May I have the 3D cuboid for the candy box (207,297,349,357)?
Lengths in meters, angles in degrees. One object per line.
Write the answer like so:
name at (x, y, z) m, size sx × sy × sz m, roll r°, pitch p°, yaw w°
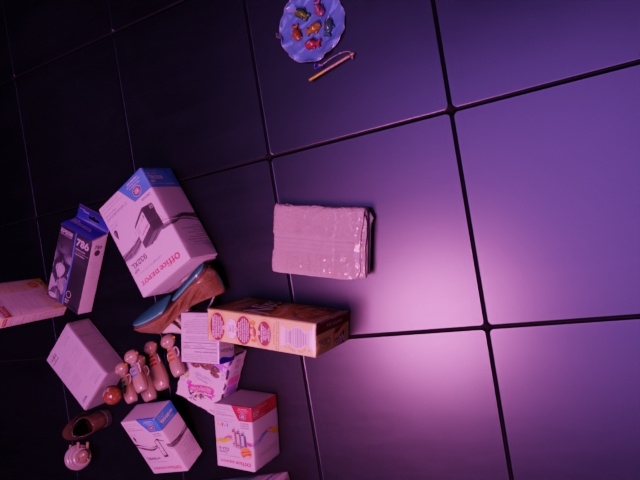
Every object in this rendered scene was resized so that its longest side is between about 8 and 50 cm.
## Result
candy box at (-0.107, 0.214, 1.437) m, size 0.316 × 0.183 × 0.087 m, roll 4°, pitch 95°, yaw 28°

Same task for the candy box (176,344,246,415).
candy box at (-0.316, 0.379, 1.626) m, size 0.165 × 0.070 × 0.196 m, roll 20°, pitch 102°, yaw 25°

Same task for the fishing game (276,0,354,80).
fishing game at (-0.030, -0.544, 1.418) m, size 0.189 × 0.041 × 0.264 m, roll -19°, pitch 85°, yaw 25°

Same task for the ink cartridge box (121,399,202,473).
ink cartridge box at (-0.469, 0.584, 1.677) m, size 0.148 × 0.086 × 0.203 m, roll -17°, pitch 108°, yaw 29°

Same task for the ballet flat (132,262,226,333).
ballet flat at (-0.402, 0.198, 1.643) m, size 0.342 × 0.116 × 0.124 m, roll -38°, pitch 109°, yaw 21°

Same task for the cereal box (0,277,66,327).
cereal box at (-1.000, 0.203, 1.880) m, size 0.173 × 0.240 × 0.047 m, roll 38°, pitch 110°, yaw 21°

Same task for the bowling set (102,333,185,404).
bowling set at (-0.538, 0.375, 1.639) m, size 0.287 × 0.200 × 0.154 m, roll -42°, pitch 64°, yaw 37°

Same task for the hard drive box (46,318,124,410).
hard drive box at (-0.770, 0.405, 1.859) m, size 0.232 × 0.089 × 0.181 m, roll 44°, pitch 112°, yaw 19°

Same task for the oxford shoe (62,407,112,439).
oxford shoe at (-0.808, 0.624, 1.895) m, size 0.227 × 0.096 × 0.083 m, roll -30°, pitch 82°, yaw 28°

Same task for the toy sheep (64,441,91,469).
toy sheep at (-0.826, 0.735, 1.921) m, size 0.132 × 0.091 × 0.091 m, roll -31°, pitch 79°, yaw 41°

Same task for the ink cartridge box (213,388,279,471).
ink cartridge box at (-0.200, 0.516, 1.542) m, size 0.128 × 0.127 × 0.176 m, roll -2°, pitch 94°, yaw 28°

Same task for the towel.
towel at (0.000, 0.000, 1.442) m, size 0.282 × 0.049 × 0.187 m, roll 5°, pitch 95°, yaw 29°

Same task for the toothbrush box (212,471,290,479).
toothbrush box at (-0.242, 0.744, 1.534) m, size 0.295 × 0.216 × 0.126 m, roll -18°, pitch 86°, yaw 29°

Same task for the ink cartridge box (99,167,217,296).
ink cartridge box at (-0.474, -0.024, 1.644) m, size 0.223 × 0.129 × 0.307 m, roll -36°, pitch 78°, yaw 26°

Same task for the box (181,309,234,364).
box at (-0.306, 0.261, 1.535) m, size 0.126 × 0.072 × 0.137 m, roll -2°, pitch 87°, yaw 26°

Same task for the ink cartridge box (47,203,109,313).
ink cartridge box at (-0.798, 0.060, 1.863) m, size 0.165 × 0.065 × 0.332 m, roll 23°, pitch 103°, yaw 25°
